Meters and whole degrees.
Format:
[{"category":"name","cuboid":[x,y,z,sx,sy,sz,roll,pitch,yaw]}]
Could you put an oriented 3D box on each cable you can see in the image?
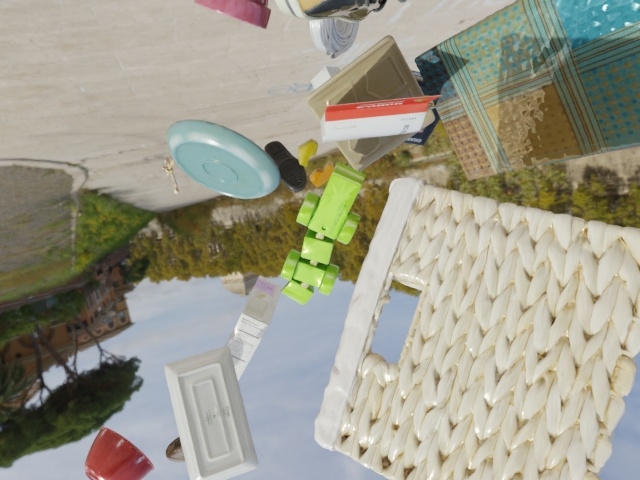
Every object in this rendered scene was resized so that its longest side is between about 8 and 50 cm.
[{"category":"cable","cuboid":[0.059,-0.837,1.536,0.089,0.257,0.257,17,-140,30]}]

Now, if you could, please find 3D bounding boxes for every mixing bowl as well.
[{"category":"mixing bowl","cuboid":[-0.538,0.585,1.064,0.181,0.181,0.098,-6,-149,35]}]

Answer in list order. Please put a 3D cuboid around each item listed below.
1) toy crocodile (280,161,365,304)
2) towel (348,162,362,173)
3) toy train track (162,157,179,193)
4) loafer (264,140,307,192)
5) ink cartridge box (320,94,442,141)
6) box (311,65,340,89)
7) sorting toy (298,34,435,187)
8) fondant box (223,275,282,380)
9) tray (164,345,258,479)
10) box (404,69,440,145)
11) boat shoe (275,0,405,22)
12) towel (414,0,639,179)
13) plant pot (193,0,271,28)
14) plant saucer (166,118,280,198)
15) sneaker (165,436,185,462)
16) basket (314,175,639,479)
[{"category":"toy crocodile","cuboid":[0.000,0.000,0.846,0.115,0.341,0.105,20,-152,0]},{"category":"towel","cuboid":[0.141,-0.278,1.668,0.027,0.110,0.148,-5,-148,-12]},{"category":"toy train track","cuboid":[-0.303,-0.130,0.824,0.014,0.083,0.048,-9,157,-40]},{"category":"loafer","cuboid":[-0.103,-0.224,1.286,0.080,0.220,0.078,-25,148,-9]},{"category":"ink cartridge box","cuboid":[0.097,-0.217,0.749,0.189,0.066,0.232,-6,-164,-1]},{"category":"box","cuboid":[0.037,-0.638,1.672,0.087,0.101,0.102,-21,176,-46]},{"category":"sorting toy","cuboid":[0.072,-0.259,0.894,0.307,0.229,0.041,-33,-142,15]},{"category":"fondant box","cuboid":[-0.252,0.314,1.356,0.096,0.330,0.238,27,-158,-7]},{"category":"tray","cuboid":[-0.235,0.379,0.878,0.145,0.270,0.030,-15,173,-13]},{"category":"box","cuboid":[0.201,-0.333,1.022,0.220,0.051,0.175,3,140,-22]},{"category":"boat shoe","cuboid":[0.076,-0.469,0.676,0.155,0.187,0.500,-1,-148,23]},{"category":"towel","cuboid":[0.355,-0.247,0.649,0.040,0.271,0.370,-42,-159,-33]},{"category":"plant pot","cuboid":[-0.213,-0.677,1.061,0.201,0.180,0.201,16,-154,-8]},{"category":"plant saucer","cuboid":[-0.264,-0.197,1.094,0.317,0.044,0.318,16,158,7]},{"category":"sneaker","cuboid":[-0.320,0.489,1.001,0.188,0.071,0.066,-25,-139,19]},{"category":"basket","cuboid":[0.219,0.135,0.519,0.266,0.328,0.331,17,178,35]}]
